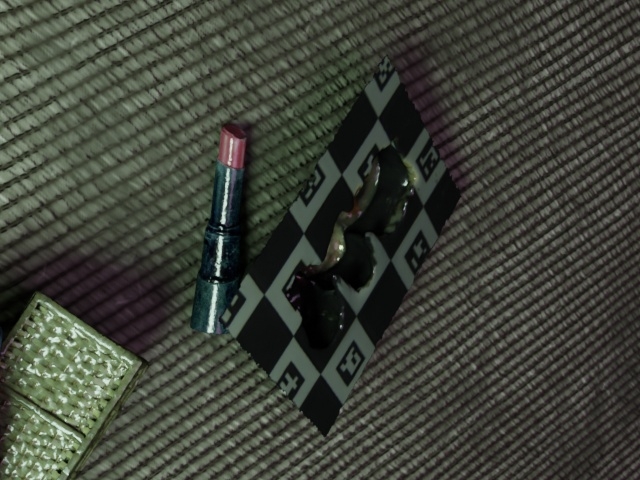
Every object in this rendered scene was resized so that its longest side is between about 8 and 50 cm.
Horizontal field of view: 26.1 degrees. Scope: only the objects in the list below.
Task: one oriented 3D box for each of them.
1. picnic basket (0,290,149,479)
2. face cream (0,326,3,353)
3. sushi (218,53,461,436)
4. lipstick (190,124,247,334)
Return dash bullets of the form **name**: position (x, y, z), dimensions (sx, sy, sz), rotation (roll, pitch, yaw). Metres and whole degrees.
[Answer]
- **picnic basket**: position (-0.281, 0.171, 1.404), dimensions (0.134, 0.154, 0.196), rotation (33, 83, -2)
- **face cream**: position (-0.355, 0.258, 1.282), dimensions (0.136, 0.086, 0.385), rotation (11, 103, -4)
- **sushi**: position (0.000, 0.000, 1.633), dimensions (0.373, 0.100, 0.296), rotation (-59, 143, -19)
- **lipstick**: position (-0.109, -0.013, 1.560), dimensions (0.053, 0.053, 0.234), rotation (-2, 103, -40)
